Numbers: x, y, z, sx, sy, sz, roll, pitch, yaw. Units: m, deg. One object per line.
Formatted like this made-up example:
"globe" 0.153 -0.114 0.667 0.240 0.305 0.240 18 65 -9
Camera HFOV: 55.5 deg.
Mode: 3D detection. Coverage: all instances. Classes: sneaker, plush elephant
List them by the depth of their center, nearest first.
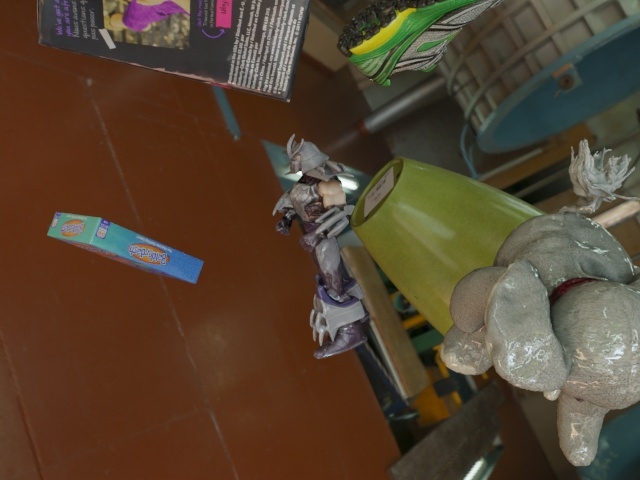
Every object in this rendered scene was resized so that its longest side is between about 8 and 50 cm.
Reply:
"plush elephant" 0.272 0.097 0.627 0.255 0.272 0.329 -72 165 -54
"sneaker" 0.205 -0.399 1.098 0.146 0.344 0.134 38 47 -37

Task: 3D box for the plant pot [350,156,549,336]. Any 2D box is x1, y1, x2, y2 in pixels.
"plant pot" 0.203 0.003 0.987 0.294 0.274 0.274 33 30 -14

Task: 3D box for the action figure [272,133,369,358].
"action figure" 0.000 0.000 0.797 0.185 0.099 0.284 -132 -153 -74

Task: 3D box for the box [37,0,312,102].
"box" -0.148 -0.274 0.676 0.271 0.143 0.165 12 32 -8

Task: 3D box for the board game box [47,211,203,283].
"board game box" -0.333 0.013 1.047 0.210 0.160 0.047 29 74 -44
